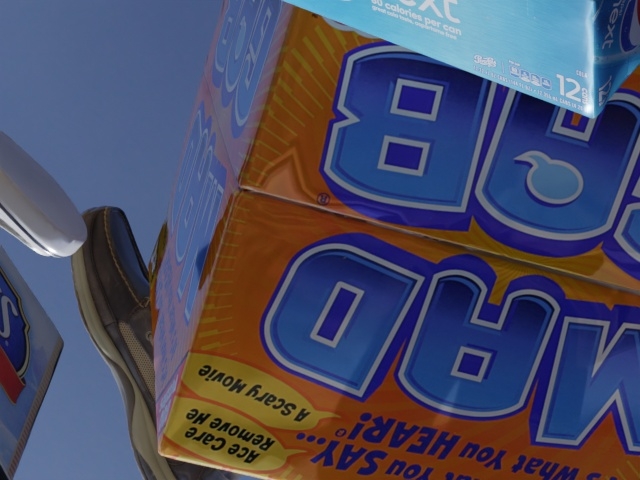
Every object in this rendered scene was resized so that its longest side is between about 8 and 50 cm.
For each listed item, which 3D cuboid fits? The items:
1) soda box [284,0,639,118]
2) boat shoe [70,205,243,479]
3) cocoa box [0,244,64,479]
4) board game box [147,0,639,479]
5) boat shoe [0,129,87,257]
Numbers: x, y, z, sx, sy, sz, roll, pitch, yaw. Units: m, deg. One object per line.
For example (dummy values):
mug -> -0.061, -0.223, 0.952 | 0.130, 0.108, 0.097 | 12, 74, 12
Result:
soda box -> 0.055, -0.135, 0.662 | 0.210, 0.071, 0.067 | 25, -122, 29
boat shoe -> -0.170, 0.120, 1.584 | 0.130, 0.132, 0.355 | -21, -90, 12
cocoa box -> -0.319, 0.017, 0.659 | 0.231, 0.347, 0.228 | -20, -153, 16
board game box -> 0.095, -0.041, 1.009 | 0.357, 0.356, 0.356 | 14, -74, -12
boat shoe -> -0.328, -0.061, 1.278 | 0.267, 0.096, 0.088 | 40, -79, 9
